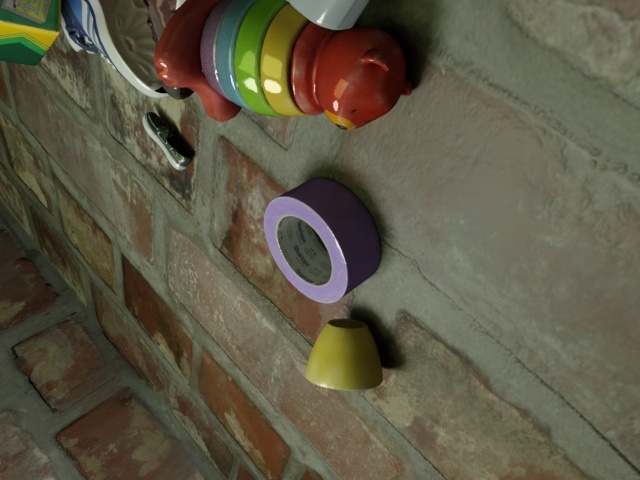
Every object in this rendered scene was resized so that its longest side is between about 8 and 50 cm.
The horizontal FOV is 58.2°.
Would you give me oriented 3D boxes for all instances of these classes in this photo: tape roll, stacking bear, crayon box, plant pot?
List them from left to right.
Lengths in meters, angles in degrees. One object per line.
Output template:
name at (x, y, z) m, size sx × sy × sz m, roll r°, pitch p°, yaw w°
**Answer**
crayon box at (-0.513, -0.512, 0.980) m, size 0.313 × 0.106 × 0.363 m, roll 10°, pitch 98°, yaw 58°
stacking bear at (-0.031, -0.220, 0.722) m, size 0.289 × 0.164 × 0.175 m, roll 20°, pitch 176°, yaw 27°
tape roll at (0.000, 0.000, 0.921) m, size 0.189 × 0.080 × 0.189 m, roll 31°, pitch 137°, yaw 33°
plant pot at (0.043, 0.189, 0.990) m, size 0.134 × 0.134 × 0.095 m, roll 11°, pitch 100°, yaw 47°

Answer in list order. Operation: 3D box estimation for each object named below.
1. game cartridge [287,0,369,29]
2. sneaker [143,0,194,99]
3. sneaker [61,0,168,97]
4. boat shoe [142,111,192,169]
game cartridge at (-0.021, -0.385, 0.611) m, size 0.198 × 0.062 × 0.297 m, roll -46°, pitch 68°, yaw 44°
sneaker at (-0.224, -0.351, 0.796) m, size 0.162 × 0.106 × 0.281 m, roll 20°, pitch 117°, yaw 10°
sneaker at (-0.377, -0.377, 1.070) m, size 0.323 × 0.130 × 0.236 m, roll 58°, pitch 153°, yaw -5°
boat shoe at (-0.310, -0.211, 1.180) m, size 0.040 × 0.049 × 0.142 m, roll -37°, pitch 87°, yaw 37°
